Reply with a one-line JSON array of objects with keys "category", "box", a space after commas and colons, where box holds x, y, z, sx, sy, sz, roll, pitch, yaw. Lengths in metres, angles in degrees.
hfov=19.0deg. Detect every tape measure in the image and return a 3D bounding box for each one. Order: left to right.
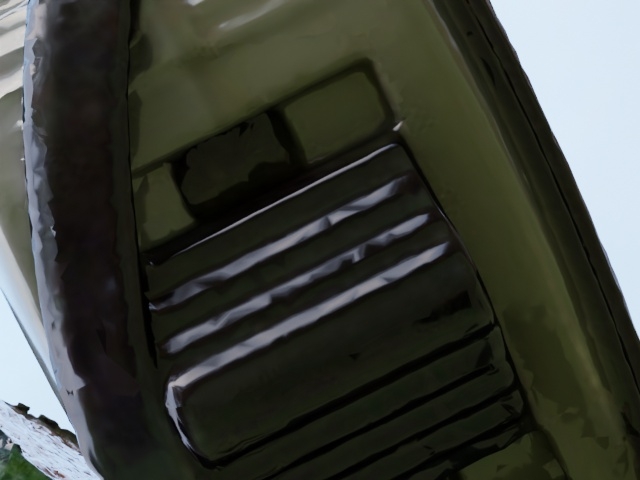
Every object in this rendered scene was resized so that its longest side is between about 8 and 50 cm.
[{"category": "tape measure", "box": [0.000, 0.000, 0.429, 0.133, 0.271, 0.231, -25, -55, 0]}]

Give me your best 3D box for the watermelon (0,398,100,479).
[{"category": "watermelon", "box": [-0.121, 0.132, 0.816, 0.226, 0.318, 0.148, 7, -86, -55]}]
